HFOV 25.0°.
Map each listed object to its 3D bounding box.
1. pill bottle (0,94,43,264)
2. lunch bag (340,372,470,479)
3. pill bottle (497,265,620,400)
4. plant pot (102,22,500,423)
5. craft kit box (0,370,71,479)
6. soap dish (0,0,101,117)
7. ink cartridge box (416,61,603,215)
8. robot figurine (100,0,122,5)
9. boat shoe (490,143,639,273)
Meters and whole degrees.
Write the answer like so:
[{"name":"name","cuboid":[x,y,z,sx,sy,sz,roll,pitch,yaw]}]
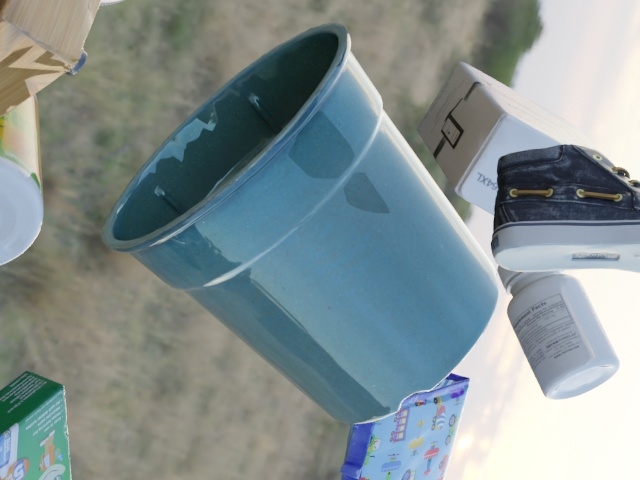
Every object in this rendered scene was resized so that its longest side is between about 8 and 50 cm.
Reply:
[{"name":"pill bottle","cuboid":[-0.342,-0.099,1.404,0.246,0.136,0.136,-105,-157,-47]},{"name":"lunch bag","cuboid":[0.098,0.314,2.136,0.293,0.138,0.221,-16,121,-68]},{"name":"pill bottle","cuboid":[0.368,0.124,2.276,0.131,0.131,0.229,101,-29,-60]},{"name":"plant pot","cuboid":[0.000,0.000,1.575,0.341,0.334,0.341,-36,-159,17]},{"name":"craft kit box","cuboid":[-0.335,0.292,1.392,0.250,0.061,0.247,-41,143,-49]},{"name":"soap dish","cuboid":[-0.262,-0.225,1.199,0.229,0.118,0.291,-25,-140,41]},{"name":"ink cartridge box","cuboid":[0.184,-0.074,1.312,0.086,0.148,0.203,-59,-164,14]},{"name":"robot figurine","cuboid":[-0.249,-0.389,1.546,0.209,0.173,0.278,-34,143,-45]},{"name":"boat shoe","cuboid":[0.212,-0.025,1.018,0.065,0.183,0.083,81,11,-66]}]
